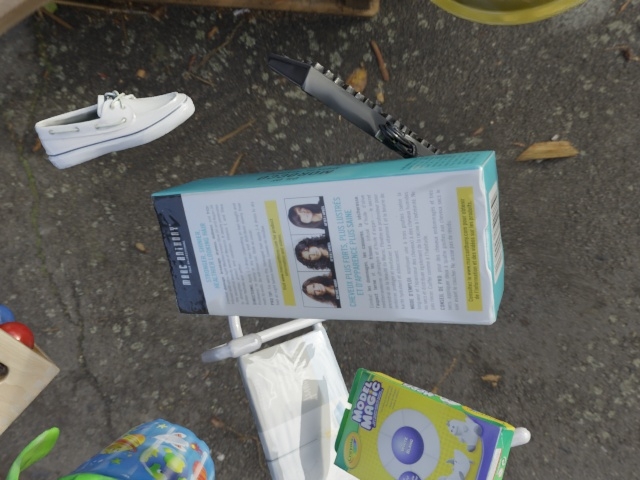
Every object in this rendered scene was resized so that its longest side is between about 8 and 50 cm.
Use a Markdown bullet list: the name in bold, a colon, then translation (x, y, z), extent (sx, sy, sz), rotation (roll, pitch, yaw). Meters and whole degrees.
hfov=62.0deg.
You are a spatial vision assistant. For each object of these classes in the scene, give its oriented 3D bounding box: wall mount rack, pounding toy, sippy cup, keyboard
- **wall mount rack**: translation (0.048, 0.173, 0.587), extent (0.304, 0.130, 0.350), rotation (-16, 82, -29)
- **pounding toy**: translation (-0.287, 0.068, 0.420), extent (0.130, 0.141, 0.100), rotation (18, 61, 42)
- **sippy cup**: translation (-0.261, 0.379, 0.747), extent (0.240, 0.224, 0.306), rotation (-25, 97, 14)
- **keyboard**: translation (0.048, -0.087, 0.413), extent (0.180, 0.108, 0.023), rotation (23, 106, -37)

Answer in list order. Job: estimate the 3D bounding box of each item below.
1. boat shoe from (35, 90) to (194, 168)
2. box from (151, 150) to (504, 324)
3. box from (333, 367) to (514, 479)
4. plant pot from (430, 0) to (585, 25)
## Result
- **boat shoe**: translation (-0.301, -0.178, 0.780), extent (0.226, 0.083, 0.076), rotation (-25, 128, -7)
- **box**: translation (0.000, 0.000, 0.385), extent (0.244, 0.060, 0.101), rotation (-1, 107, 26)
- **box**: translation (0.087, 0.199, 0.528), extent (0.179, 0.043, 0.105), rotation (12, 81, 43)
- **plant pot**: translation (0.152, -0.298, 0.422), extent (0.253, 0.239, 0.254), rotation (12, 121, 21)
